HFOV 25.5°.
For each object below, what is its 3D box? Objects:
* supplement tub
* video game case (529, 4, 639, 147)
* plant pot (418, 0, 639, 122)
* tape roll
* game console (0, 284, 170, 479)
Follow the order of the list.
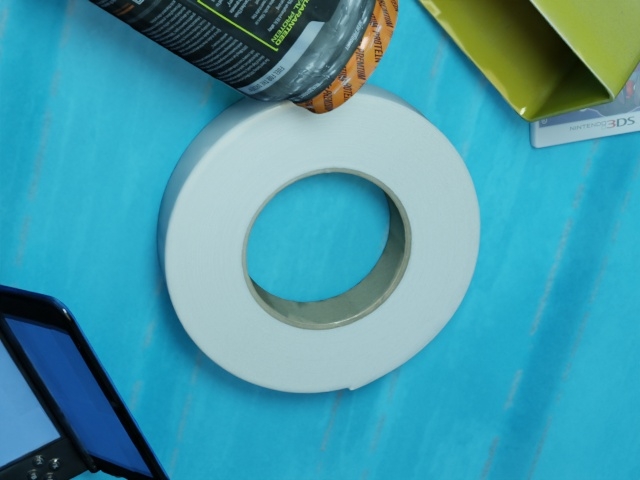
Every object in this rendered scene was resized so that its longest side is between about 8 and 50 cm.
[{"bbox_3d":[-0.097,-0.280,1.459,0.338,0.207,0.207,30,102,-27],"label":"supplement tub"},{"bbox_3d":[0.341,-0.221,1.713,0.183,0.023,0.201,-10,115,-11],"label":"video game case"},{"bbox_3d":[0.264,-0.280,1.556,0.212,0.212,0.187,46,76,-11],"label":"plant pot"},{"bbox_3d":[0.000,0.000,1.687,0.392,0.072,0.392,-6,113,-14],"label":"tape roll"},{"bbox_3d":[-0.348,0.202,1.619,0.250,0.173,0.293,-27,117,-3],"label":"game console"}]
